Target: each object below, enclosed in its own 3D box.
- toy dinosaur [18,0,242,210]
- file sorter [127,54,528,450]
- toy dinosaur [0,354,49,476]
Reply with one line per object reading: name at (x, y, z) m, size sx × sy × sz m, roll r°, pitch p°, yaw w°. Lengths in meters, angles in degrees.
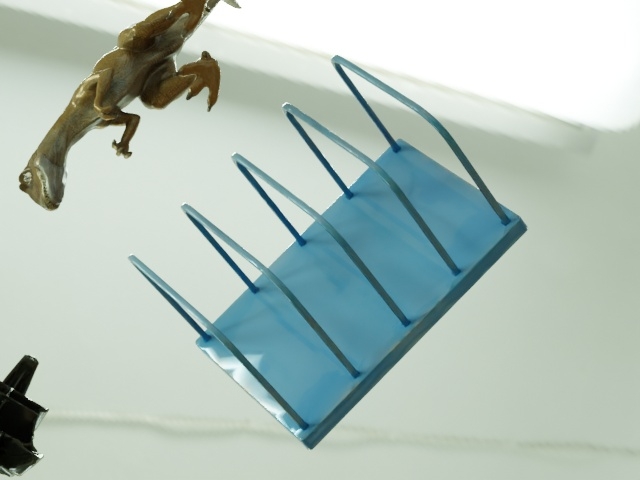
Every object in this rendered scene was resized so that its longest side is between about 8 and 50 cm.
toy dinosaur at (-0.090, -0.104, 1.038) m, size 0.211 × 0.112 × 0.064 m, roll -47°, pitch -69°, yaw -32°
file sorter at (0.000, 0.000, 1.038) m, size 0.170 × 0.118 × 0.104 m, roll -45°, pitch -47°, yaw -7°
toy dinosaur at (-0.243, 0.124, 0.871) m, size 0.164 × 0.322 × 0.218 m, roll 29°, pitch -78°, yaw -10°
